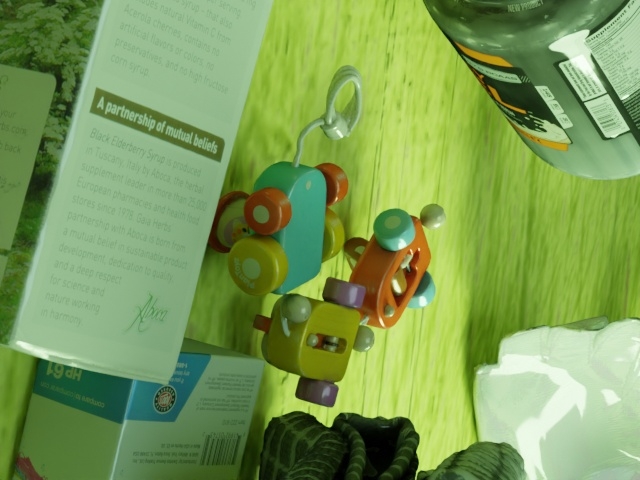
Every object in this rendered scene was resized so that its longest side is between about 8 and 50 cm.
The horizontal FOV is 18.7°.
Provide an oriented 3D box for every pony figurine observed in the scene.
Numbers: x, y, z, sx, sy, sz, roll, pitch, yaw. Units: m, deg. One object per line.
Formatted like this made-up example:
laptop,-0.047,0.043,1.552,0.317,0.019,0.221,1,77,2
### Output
pony figurine,0.254,0.144,1.155,0.363,0.303,0.351,-62,158,-50

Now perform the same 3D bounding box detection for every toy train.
toy train,0.000,0.000,0.863,0.125,0.046,0.166,-62,149,-25

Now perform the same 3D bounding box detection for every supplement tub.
supplement tub,0.118,-0.117,0.935,0.190,0.117,0.117,44,64,-54

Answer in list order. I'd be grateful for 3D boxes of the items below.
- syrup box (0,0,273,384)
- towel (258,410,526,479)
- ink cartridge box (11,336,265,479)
syrup box,-0.079,-0.081,0.652,0.096,0.093,0.237,21,84,-58
towel,-0.002,0.212,0.801,0.235,0.121,0.283,-7,110,-83
ink cartridge box,-0.077,0.099,0.766,0.088,0.052,0.122,11,92,-59
